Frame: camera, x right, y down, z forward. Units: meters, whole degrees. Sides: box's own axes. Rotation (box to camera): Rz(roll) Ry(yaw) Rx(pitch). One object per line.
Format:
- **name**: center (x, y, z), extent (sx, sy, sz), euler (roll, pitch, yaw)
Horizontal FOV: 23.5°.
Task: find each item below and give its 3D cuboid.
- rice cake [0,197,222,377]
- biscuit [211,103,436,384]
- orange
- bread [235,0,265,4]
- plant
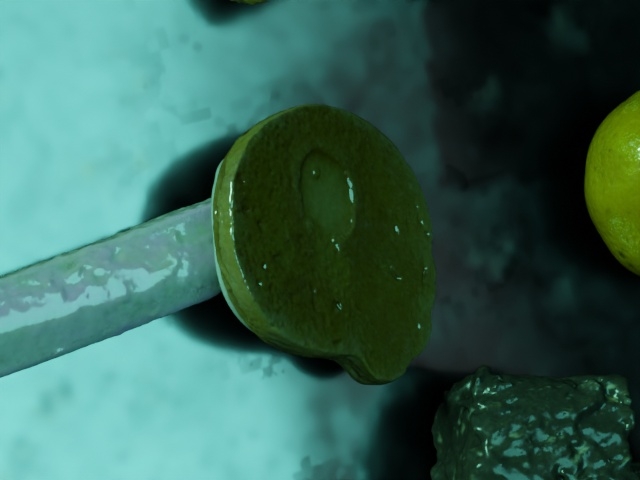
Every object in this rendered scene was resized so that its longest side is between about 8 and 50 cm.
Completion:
- **rice cake**: center (-0.193, 0.050, 1.002), extent (0.365, 0.056, 0.073), euler (-19, 96, -20)
- **biscuit**: center (0.000, 0.000, 1.050), extent (0.208, 0.049, 0.181), euler (20, 67, -42)
- **orange**: center (0.276, -0.042, 1.144), extent (0.159, 0.136, 0.159), euler (0, 89, -23)
- **bread**: center (-0.058, -0.271, 1.059), extent (0.114, 0.083, 0.211), euler (-32, 100, -24)
- **plant**: center (0.184, 0.164, 1.095), extent (0.203, 0.142, 0.131), euler (18, 65, -15)
